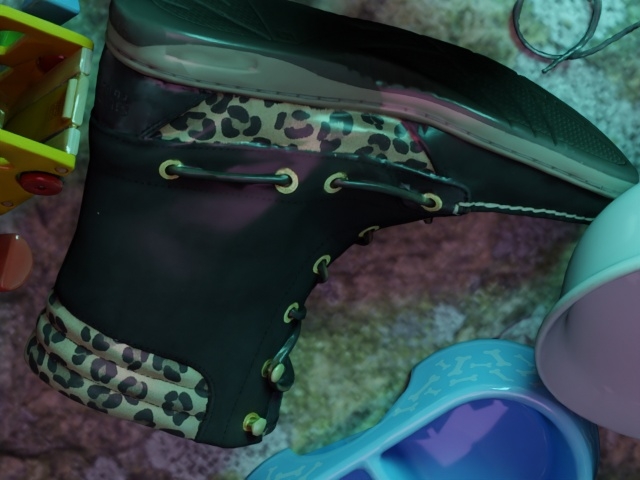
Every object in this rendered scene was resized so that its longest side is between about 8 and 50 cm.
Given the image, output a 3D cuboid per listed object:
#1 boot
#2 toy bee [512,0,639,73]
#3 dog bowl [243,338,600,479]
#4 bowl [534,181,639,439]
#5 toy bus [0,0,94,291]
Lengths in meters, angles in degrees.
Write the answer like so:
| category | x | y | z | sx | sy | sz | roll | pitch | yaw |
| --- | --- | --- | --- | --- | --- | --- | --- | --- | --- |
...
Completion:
| category | x | y | z | sx | sy | sz | roll | pitch | yaw |
| --- | --- | --- | --- | --- | --- | --- | --- | --- | --- |
| boot | 0.000 | 0.000 | 1.161 | 0.377 | 0.138 | 0.284 | 12 | 115 | -24 |
| toy bee | 0.298 | -0.137 | 1.125 | 0.298 | 0.162 | 0.195 | -25 | 101 | 5 |
| dog bowl | 0.065 | 0.196 | 1.232 | 0.297 | 0.074 | 0.166 | -33 | 99 | 7 |
| bowl | 0.290 | 0.024 | 1.133 | 0.298 | 0.298 | 0.134 | 7 | 60 | -1 |
| toy bus | -0.230 | -0.074 | 1.104 | 0.104 | 0.191 | 0.202 | 20 | 107 | -31 |
